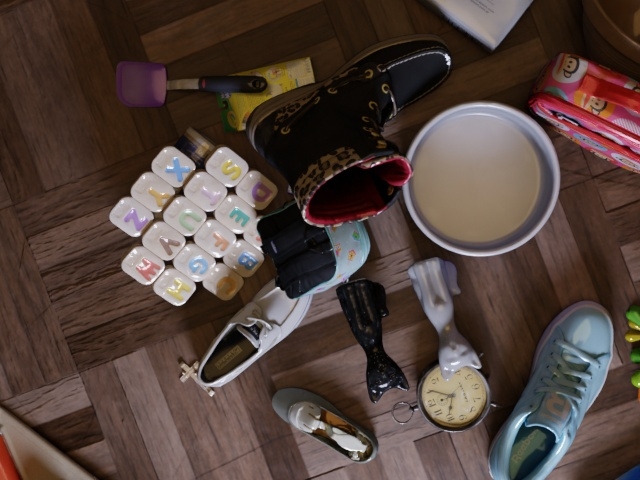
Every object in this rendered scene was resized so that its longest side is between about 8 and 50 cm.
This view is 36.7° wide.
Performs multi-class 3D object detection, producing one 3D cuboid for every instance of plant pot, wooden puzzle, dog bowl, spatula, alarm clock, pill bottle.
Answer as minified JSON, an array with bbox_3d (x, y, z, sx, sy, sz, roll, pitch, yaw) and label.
[{"bbox_3d":[0.527,-0.340,1.616,0.237,0.237,0.109,32,136,2],"label":"plant pot"},{"bbox_3d":[-0.570,0.522,1.767,0.348,0.080,0.322,35,94,2],"label":"wooden puzzle"},{"bbox_3d":[0.273,-0.107,1.670,0.265,0.104,0.264,0,93,4],"label":"dog bowl"},{"bbox_3d":[-0.231,-0.277,1.714,0.297,0.030,0.084,4,94,22],"label":"spatula"},{"bbox_3d":[0.216,0.278,1.709,0.192,0.064,0.129,-21,91,1],"label":"alarm clock"},{"bbox_3d":[-0.244,-0.109,1.710,0.094,0.094,0.169,37,94,2],"label":"pill bottle"}]

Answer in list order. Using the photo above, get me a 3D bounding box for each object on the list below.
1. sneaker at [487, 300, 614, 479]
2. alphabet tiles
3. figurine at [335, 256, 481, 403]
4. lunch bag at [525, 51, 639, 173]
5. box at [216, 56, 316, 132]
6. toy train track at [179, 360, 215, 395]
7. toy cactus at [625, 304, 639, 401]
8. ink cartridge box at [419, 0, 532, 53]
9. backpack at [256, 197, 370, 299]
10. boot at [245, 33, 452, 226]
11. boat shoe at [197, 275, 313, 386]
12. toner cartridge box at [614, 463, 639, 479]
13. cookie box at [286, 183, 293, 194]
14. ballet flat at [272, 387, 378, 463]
[{"bbox_3d":[0.410,0.279,1.653,0.135,0.150,0.365,24,94,2],"label":"sneaker"},{"bbox_3d":[-0.212,-0.025,1.687,0.278,0.021,0.284,39,94,-26],"label":"alphabet tiles"},{"bbox_3d":[0.157,0.155,1.672,0.215,0.092,0.209,-17,76,4],"label":"figurine"},{"bbox_3d":[0.491,-0.203,1.573,0.293,0.258,0.120,27,94,3],"label":"lunch bag"},{"bbox_3d":[-0.093,-0.257,1.721,0.179,0.043,0.105,-12,92,2],"label":"box"},{"bbox_3d":[-0.227,0.254,1.764,0.083,0.014,0.048,44,95,1],"label":"toy train track"},{"bbox_3d":[0.597,0.207,1.631,0.112,0.180,0.218,-18,96,-16],"label":"toy cactus"},{"bbox_3d":[0.270,-0.551,1.671,0.324,0.071,0.330,38,91,2],"label":"ink cartridge box"},{"bbox_3d":[0.000,0.000,1.638,0.144,0.188,0.165,-17,83,-30],"label":"backpack"},{"bbox_3d":[0.083,-0.182,1.574,0.378,0.284,0.138,-22,130,-4],"label":"boot"},{"bbox_3d":[-0.120,0.159,1.715,0.267,0.088,0.096,-40,89,3],"label":"boat shoe"},{"bbox_3d":[0.625,0.456,1.683,0.348,0.075,0.165,-34,89,4],"label":"toner cartridge box"},{"bbox_3d":[0.002,-0.115,1.720,0.107,0.040,0.091,14,92,3],"label":"cookie box"},{"bbox_3d":[0.009,0.329,1.724,0.213,0.068,0.072,28,94,3],"label":"ballet flat"}]
